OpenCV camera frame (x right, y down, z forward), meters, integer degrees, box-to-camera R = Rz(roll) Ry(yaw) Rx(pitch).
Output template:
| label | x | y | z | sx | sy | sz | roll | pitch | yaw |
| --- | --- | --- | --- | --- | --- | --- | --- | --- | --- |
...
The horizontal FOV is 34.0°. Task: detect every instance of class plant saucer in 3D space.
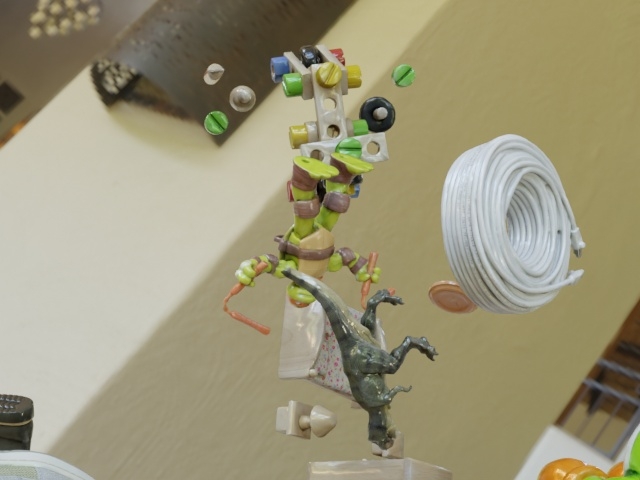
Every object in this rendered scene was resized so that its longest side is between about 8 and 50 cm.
| label | x | y | z | sx | sy | sz | roll | pitch | yaw |
| --- | --- | --- | --- | --- | --- | --- | --- | --- | --- |
| plant saucer | 0.214 | 0.094 | 1.685 | 0.083 | 0.013 | 0.083 | 14 | -33 | 9 |

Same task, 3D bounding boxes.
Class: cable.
| label | x | y | z | sx | sy | sz | roll | pitch | yaw |
| --- | --- | --- | --- | --- | --- | --- | --- | --- | --- |
| cable | 0.271 | -0.023 | 1.503 | 0.089 | 0.257 | 0.257 | -8 | -76 | 42 |

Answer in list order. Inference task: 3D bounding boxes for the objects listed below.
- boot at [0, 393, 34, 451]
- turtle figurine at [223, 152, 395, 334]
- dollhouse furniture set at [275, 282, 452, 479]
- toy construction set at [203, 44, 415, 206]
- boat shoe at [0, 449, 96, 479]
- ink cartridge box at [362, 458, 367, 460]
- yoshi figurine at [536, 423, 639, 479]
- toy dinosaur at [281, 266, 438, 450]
| label | x | y | z | sx | sy | sz | roll | pitch | yaw |
| --- | --- | --- | --- | --- | --- | --- | --- | --- | --- |
| boot | -0.533 | 0.304 | 1.596 | 0.197 | 0.077 | 0.137 | 7 | -71 | 13 |
| turtle figurine | 0.000 | 0.000 | 1.318 | 0.087 | 0.269 | 0.217 | 40 | -58 | 48 |
| dollhouse furniture set | 0.099 | 0.193 | 1.506 | 0.173 | 0.356 | 0.303 | -9 | -24 | 34 |
| toy construction set | -0.025 | -0.185 | 1.533 | 0.308 | 0.257 | 0.237 | 18 | 1 | -9 |
| boat shoe | -0.396 | 0.301 | 1.213 | 0.320 | 0.103 | 0.118 | 26 | -47 | -38 |
| ink cartridge box | 0.043 | 0.492 | 1.672 | 0.100 | 0.237 | 0.172 | 30 | -62 | 5 |
| yoshi figurine | 0.340 | 0.259 | 0.834 | 0.203 | 0.203 | 0.362 | 45 | -26 | -12 |
| toy dinosaur | 0.063 | 0.125 | 1.254 | 0.268 | 0.118 | 0.064 | 64 | -20 | -13 |
